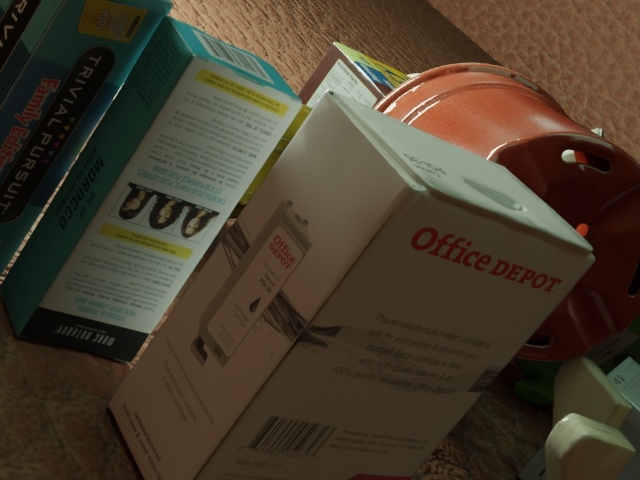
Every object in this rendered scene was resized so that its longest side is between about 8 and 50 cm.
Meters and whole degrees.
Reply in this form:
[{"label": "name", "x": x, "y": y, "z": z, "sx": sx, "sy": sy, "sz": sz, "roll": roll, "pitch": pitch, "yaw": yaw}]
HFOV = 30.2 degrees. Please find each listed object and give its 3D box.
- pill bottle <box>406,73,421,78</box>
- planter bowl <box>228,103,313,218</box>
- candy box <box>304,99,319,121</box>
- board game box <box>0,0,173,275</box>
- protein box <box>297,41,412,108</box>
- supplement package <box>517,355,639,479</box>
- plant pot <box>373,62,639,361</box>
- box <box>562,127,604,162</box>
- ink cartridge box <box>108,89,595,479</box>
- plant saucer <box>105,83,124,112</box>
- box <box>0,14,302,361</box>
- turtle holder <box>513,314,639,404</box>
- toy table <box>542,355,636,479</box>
[{"label": "pill bottle", "x": 0.226, "y": -0.114, "z": 1.772, "sx": 0.318, "sy": 0.176, "sz": 0.176, "roll": 21, "pitch": 24, "yaw": -37}, {"label": "planter bowl", "x": -0.104, "y": -0.072, "z": 1.157, "sx": 0.217, "sy": 0.217, "sz": 0.090, "roll": 12, "pitch": 73, "yaw": -51}, {"label": "candy box", "x": 0.000, "y": 0.000, "z": 1.065, "sx": 0.070, "sy": 0.196, "sz": 0.165, "roll": 20, "pitch": 24, "yaw": -31}, {"label": "board game box", "x": -0.274, "y": -0.173, "z": 0.914, "sx": 0.079, "sy": 0.254, "sz": 0.336, "roll": 16, "pitch": 27, "yaw": -46}, {"label": "protein box", "x": 0.057, "y": -0.085, "z": 1.365, "sx": 0.199, "sy": 0.201, "sz": 0.136, "roll": 18, "pitch": 26, "yaw": -43}, {"label": "supplement package", "x": 0.339, "y": 0.252, "z": 1.151, "sx": 0.244, "sy": 0.139, "sz": 0.134, "roll": 43, "pitch": 21, "yaw": 16}, {"label": "plant pot", "x": 0.177, "y": -0.021, "z": 1.117, "sx": 0.272, "sy": 0.272, "sz": 0.265, "roll": 31, "pitch": 5, "yaw": -16}, {"label": "box", "x": 0.389, "y": -0.011, "z": 1.697, "sx": 0.275, "sy": 0.113, "sz": 0.094, "roll": 67, "pitch": 22, "yaw": -14}, {"label": "ink cartridge box", "x": 0.022, "y": 0.062, "z": 0.819, "sx": 0.207, "sy": 0.283, "sz": 0.117, "roll": 17, "pitch": 26, "yaw": -44}, {"label": "plant saucer", "x": -0.169, "y": -0.144, "z": 1.371, "sx": 0.198, "sy": 0.036, "sz": 0.198, "roll": 32, "pitch": 20, "yaw": -13}, {"label": "box", "x": -0.124, "y": -0.030, "z": 0.844, "sx": 0.100, "sy": 0.244, "sz": 0.060, "roll": 20, "pitch": 24, "yaw": -40}, {"label": "turtle holder", "x": 0.378, "y": 0.080, "z": 1.373, "sx": 0.320, "sy": 0.243, "sz": 0.227, "roll": 6, "pitch": 47, "yaw": 2}, {"label": "toy table", "x": 0.234, "y": 0.232, "z": 0.981, "sx": 0.274, "sy": 0.161, "sz": 0.252, "roll": 15, "pitch": 28, "yaw": -50}]
